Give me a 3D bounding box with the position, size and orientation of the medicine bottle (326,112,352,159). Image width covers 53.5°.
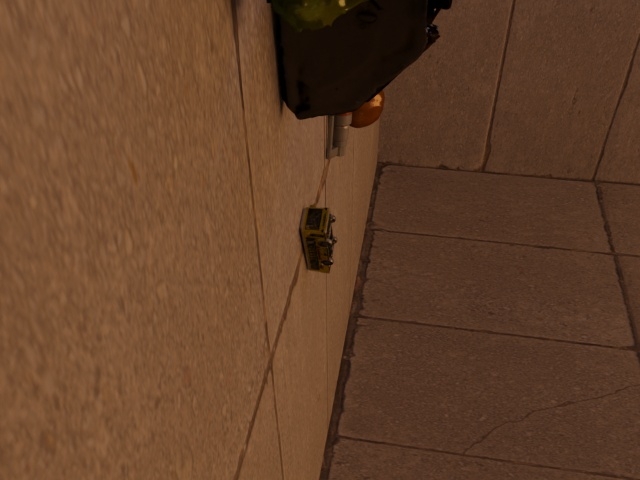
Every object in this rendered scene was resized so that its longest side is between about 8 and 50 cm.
[{"bbox_3d":[0.047,-0.332,1.726,0.092,0.061,0.220,-36,137,-46],"label":"medicine bottle"}]

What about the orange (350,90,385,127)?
[{"bbox_3d":[0.124,-0.417,1.908,0.159,0.136,0.158,9,90,-81],"label":"orange"}]

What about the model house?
[{"bbox_3d":[0.089,-0.400,1.087,0.317,0.297,0.282,84,19,-47],"label":"model house"}]

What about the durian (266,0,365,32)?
[{"bbox_3d":[-0.002,-0.453,0.741,0.256,0.205,0.339,40,55,-67],"label":"durian"}]

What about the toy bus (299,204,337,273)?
[{"bbox_3d":[0.000,0.000,1.546,0.226,0.074,0.081,81,18,-64],"label":"toy bus"}]
